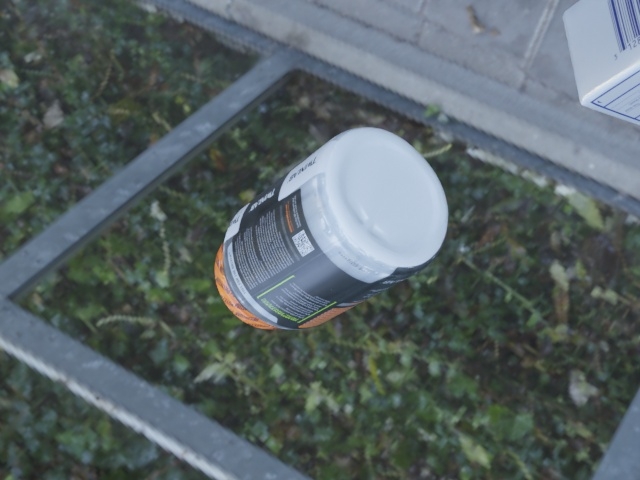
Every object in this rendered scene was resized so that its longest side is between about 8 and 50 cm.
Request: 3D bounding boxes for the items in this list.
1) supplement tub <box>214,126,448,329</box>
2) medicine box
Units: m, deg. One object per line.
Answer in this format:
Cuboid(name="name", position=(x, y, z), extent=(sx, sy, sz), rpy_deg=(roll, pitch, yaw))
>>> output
Cuboid(name="supplement tub", position=(0.000, 0.000, 0.827), extent=(0.117, 0.117, 0.190), rpy_deg=(50, 141, -7))
Cuboid(name="medicine box", position=(0.514, -0.264, 1.373), extent=(0.289, 0.149, 0.263), rpy_deg=(11, 151, -33))
